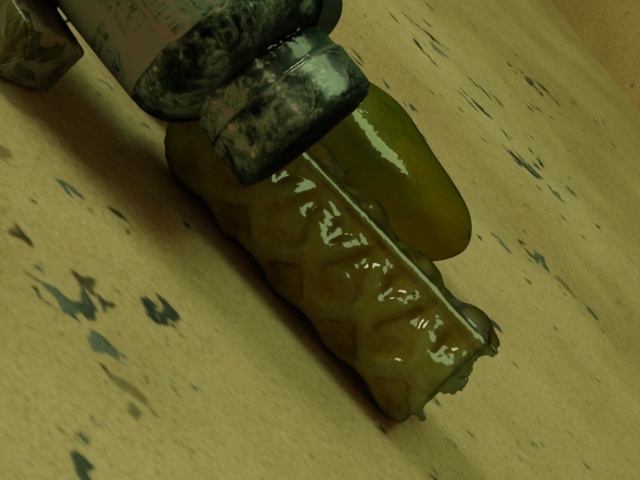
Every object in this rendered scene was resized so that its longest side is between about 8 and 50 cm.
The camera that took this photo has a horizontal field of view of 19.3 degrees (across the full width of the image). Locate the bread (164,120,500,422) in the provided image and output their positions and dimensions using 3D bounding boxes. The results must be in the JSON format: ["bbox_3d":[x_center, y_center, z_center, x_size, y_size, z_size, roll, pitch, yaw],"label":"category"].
[{"bbox_3d":[0.001,-0.001,1.233,0.269,0.098,0.087,48,-21,6],"label":"bread"}]

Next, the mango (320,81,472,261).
[{"bbox_3d":[0.049,-0.059,1.498,0.191,0.085,0.122,45,13,-1],"label":"mango"}]

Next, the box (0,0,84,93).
[{"bbox_3d":[-0.194,-0.141,1.154,0.098,0.045,0.062,54,16,29],"label":"box"}]

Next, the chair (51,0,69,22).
[{"bbox_3d":[-0.188,-0.161,1.248,0.086,0.042,0.037,-20,61,-34],"label":"chair"}]

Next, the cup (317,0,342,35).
[{"bbox_3d":[-0.028,-0.213,1.722,0.077,0.078,0.100,34,53,-49],"label":"cup"}]

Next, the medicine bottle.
[{"bbox_3d":[-0.097,-0.175,1.152,0.293,0.141,0.141,51,16,5],"label":"medicine bottle"}]
